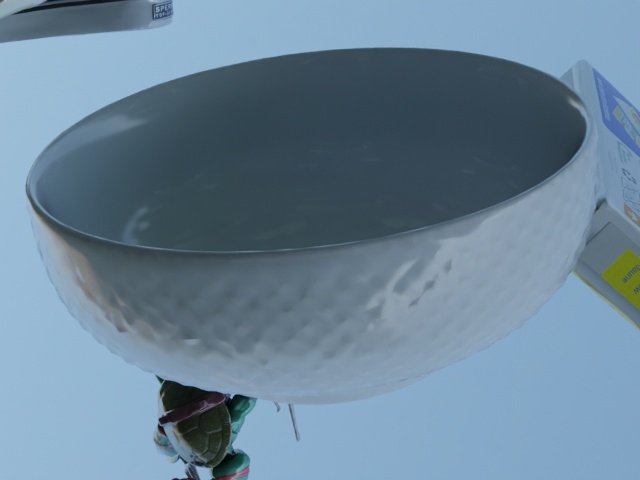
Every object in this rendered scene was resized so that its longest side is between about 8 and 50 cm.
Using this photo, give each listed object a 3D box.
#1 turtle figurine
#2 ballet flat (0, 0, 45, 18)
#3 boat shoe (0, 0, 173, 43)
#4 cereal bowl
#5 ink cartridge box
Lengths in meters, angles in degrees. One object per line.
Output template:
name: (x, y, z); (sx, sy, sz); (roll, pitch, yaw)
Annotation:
turtle figurine: (-0.105, 0.150, 1.769); (0.175, 0.118, 0.234); (-22, -89, 17)
ballet flat: (-0.119, -0.115, 0.617); (0.083, 0.247, 0.087); (45, -84, 7)
boat shoe: (-0.281, -0.222, 1.592); (0.306, 0.113, 0.104); (-3, -77, 14)
cereal bowl: (0.000, 0.000, 1.128); (0.339, 0.339, 0.141); (18, -56, 42)
ink cartridge box: (0.296, 0.024, 1.426); (0.072, 0.307, 0.303); (-43, -166, 19)
